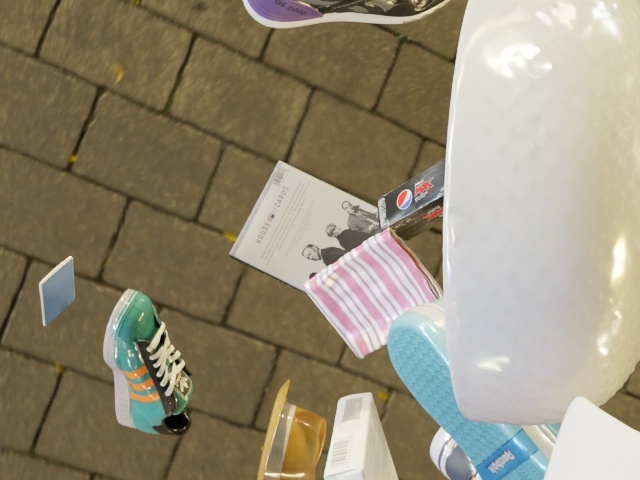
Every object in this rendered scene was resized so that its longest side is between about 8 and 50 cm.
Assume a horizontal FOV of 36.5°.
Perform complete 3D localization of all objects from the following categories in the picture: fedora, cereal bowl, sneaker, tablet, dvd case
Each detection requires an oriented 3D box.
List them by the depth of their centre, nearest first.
[{"bbox_3d":[0.187,-0.031,0.691,0.141,0.339,0.339,5,91,19],"label":"cereal bowl"},{"bbox_3d":[0.233,0.153,0.916,0.208,0.127,0.319,-32,81,-31],"label":"sneaker"},{"bbox_3d":[0.062,-0.296,1.063,0.283,0.124,0.107,-16,92,-17],"label":"sneaker"},{"bbox_3d":[-0.308,0.060,1.136,0.006,0.083,0.054,30,50,14],"label":"tablet"},{"bbox_3d":[0.265,0.301,1.166,0.321,0.127,0.126,25,100,-43],"label":"sneaker"},{"bbox_3d":[-0.037,0.292,1.367,0.079,0.194,0.194,13,88,3],"label":"fedora"},{"bbox_3d":[-0.252,0.194,1.495,0.121,0.302,0.108,14,47,11],"label":"sneaker"},{"bbox_3d":[0.000,0.000,1.553,0.238,0.029,0.179,26,76,4],"label":"dvd case"}]

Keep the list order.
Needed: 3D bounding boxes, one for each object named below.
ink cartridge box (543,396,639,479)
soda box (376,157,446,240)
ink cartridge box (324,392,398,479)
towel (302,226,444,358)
[{"bbox_3d":[0.189,0.288,0.539,0.119,0.207,0.353,10,100,-24],"label":"ink cartridge box"},{"bbox_3d":[0.157,-0.061,1.329,0.060,0.169,0.053,19,54,-39],"label":"soda box"},{"bbox_3d":[0.067,0.338,1.251,0.056,0.181,0.225,-12,109,11],"label":"ink cartridge box"},{"bbox_3d":[0.074,0.080,1.371,0.144,0.197,0.029,52,39,-5],"label":"towel"}]
